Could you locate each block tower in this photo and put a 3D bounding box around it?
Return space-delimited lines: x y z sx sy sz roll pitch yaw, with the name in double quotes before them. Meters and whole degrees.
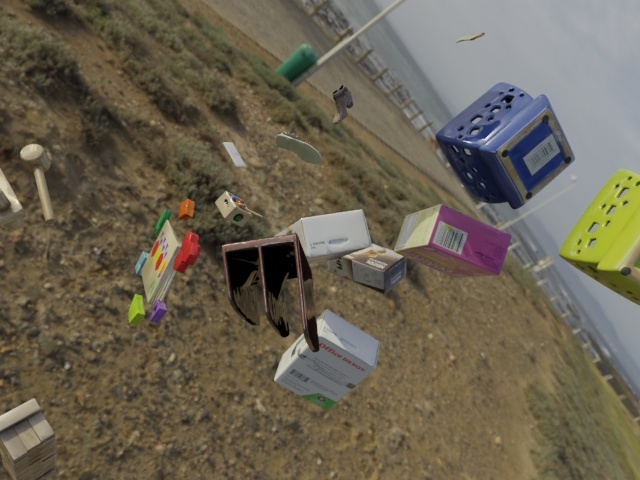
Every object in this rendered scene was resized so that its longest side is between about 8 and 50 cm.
"block tower" -0.662 0.475 1.263 0.091 0.335 0.097 -29 69 -37

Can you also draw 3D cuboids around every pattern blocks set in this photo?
"pattern blocks set" -0.329 0.048 1.166 0.026 0.285 0.324 24 17 -29

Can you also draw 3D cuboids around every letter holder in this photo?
"letter holder" -0.093 0.138 1.195 0.302 0.152 0.214 75 6 -73

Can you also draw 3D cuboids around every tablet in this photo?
"tablet" -0.251 -0.251 1.638 0.083 0.006 0.054 61 23 4

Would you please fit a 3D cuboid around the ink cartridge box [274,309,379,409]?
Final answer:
"ink cartridge box" 0.021 0.380 1.760 0.211 0.289 0.121 33 37 -10

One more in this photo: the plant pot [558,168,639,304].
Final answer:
"plant pot" 0.649 0.011 1.089 0.227 0.228 0.207 31 11 0

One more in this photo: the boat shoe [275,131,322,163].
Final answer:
"boat shoe" -0.051 -0.242 1.444 0.133 0.048 0.042 28 34 5

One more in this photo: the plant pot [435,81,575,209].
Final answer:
"plant pot" 0.469 -0.227 1.381 0.236 0.236 0.212 51 -3 -27

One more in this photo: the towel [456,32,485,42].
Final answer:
"towel" 0.478 -0.646 1.781 0.083 0.060 0.009 28 -37 62

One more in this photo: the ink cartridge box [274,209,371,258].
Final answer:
"ink cartridge box" 0.000 0.000 1.698 0.278 0.202 0.116 154 -75 -68

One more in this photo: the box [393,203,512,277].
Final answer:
"box" 0.351 0.009 1.526 0.214 0.117 0.243 23 -9 -11

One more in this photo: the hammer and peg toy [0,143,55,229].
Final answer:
"hammer and peg toy" -0.807 -0.112 1.311 0.266 0.362 0.127 49 -24 27

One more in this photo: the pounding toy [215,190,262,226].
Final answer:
"pounding toy" -0.341 -0.128 2.341 0.130 0.100 0.141 30 19 -52

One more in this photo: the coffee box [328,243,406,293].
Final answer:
"coffee box" 0.164 0.083 1.994 0.141 0.247 0.098 -33 130 -40

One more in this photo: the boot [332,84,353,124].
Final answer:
"boot" 0.063 -0.460 1.877 0.042 0.118 0.087 18 -25 44
